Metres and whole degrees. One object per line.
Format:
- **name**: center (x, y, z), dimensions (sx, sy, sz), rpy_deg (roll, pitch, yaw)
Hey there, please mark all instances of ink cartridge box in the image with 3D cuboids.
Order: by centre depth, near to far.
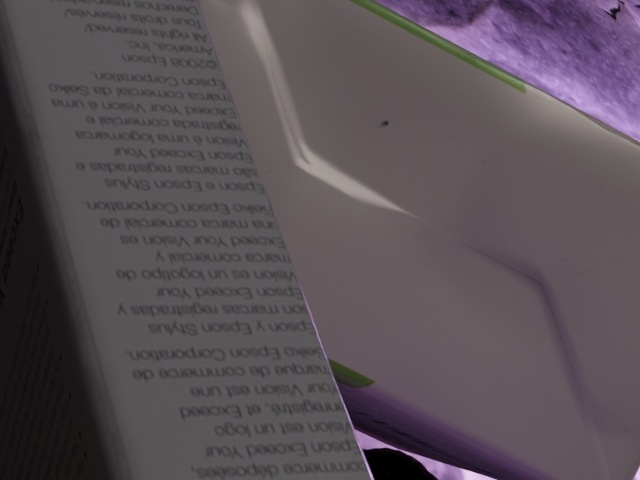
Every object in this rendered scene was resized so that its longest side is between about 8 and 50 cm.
- **ink cartridge box**: center (-0.061, 0.150, 0.510), dimensions (0.071, 0.324, 0.330), rpy_deg (-1, 48, -24)
- **ink cartridge box**: center (0.000, 0.000, 0.787), dimensions (0.207, 0.119, 0.353), rpy_deg (27, -7, -9)

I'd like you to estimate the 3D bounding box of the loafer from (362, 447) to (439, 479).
- **loafer**: center (0.025, 0.166, 0.811), dimensions (0.366, 0.130, 0.133), rpy_deg (28, 32, -31)
